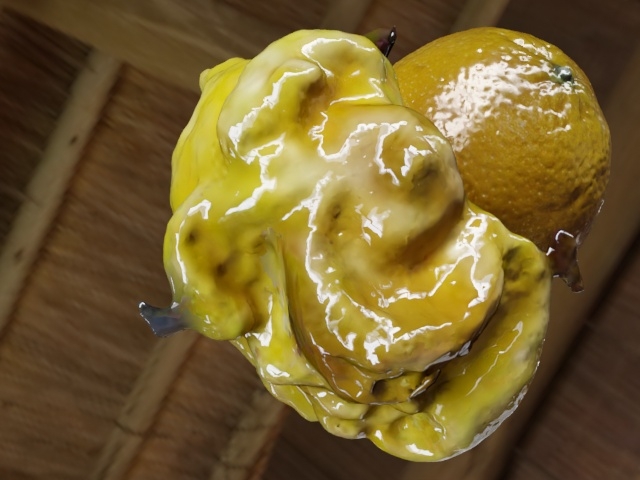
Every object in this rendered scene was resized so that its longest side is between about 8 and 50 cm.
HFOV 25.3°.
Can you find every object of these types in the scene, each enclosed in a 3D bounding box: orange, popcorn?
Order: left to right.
[{"bbox_3d":[0.000,0.000,1.025,0.281,0.316,0.297,-28,-51,-17],"label":"popcorn"},{"bbox_3d":[0.141,-0.067,1.298,0.264,0.264,0.264,-32,-39,-30],"label":"orange"}]
